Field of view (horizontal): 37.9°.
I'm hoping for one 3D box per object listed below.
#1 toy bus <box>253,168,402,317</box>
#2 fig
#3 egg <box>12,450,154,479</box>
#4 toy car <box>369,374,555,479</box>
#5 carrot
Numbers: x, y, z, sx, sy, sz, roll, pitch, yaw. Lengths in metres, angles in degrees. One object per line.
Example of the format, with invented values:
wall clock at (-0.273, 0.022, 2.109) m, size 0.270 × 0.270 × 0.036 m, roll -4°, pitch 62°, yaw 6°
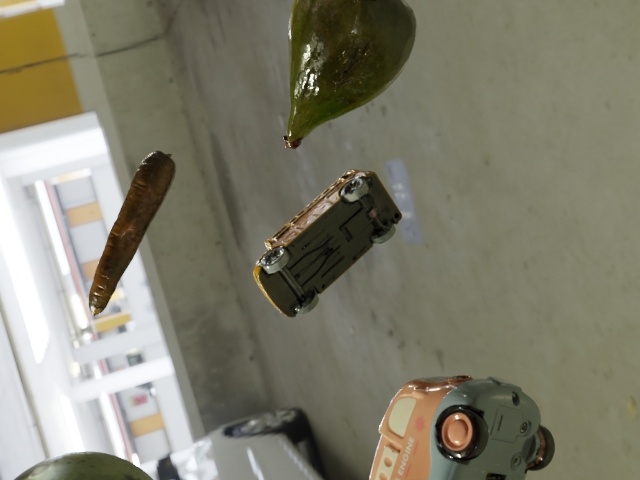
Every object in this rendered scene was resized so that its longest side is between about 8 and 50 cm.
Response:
toy bus at (0.000, 0.000, 0.942) m, size 0.070 × 0.162 × 0.074 m, roll 55°, pitch 166°, yaw -27°
fig at (0.007, -0.195, 0.954) m, size 0.185 × 0.133 × 0.127 m, roll -39°, pitch 54°, yaw 26°
egg at (-0.220, 0.284, 0.806) m, size 0.228 × 0.177 × 0.177 m, roll -50°, pitch -51°, yaw -66°
toy car at (0.167, 0.300, 1.265) m, size 0.212 × 0.180 × 0.271 m, roll 20°, pitch 91°, yaw 49°
carrot at (-0.176, -0.008, 0.854) m, size 0.165 × 0.035 × 0.035 m, roll -65°, pitch 15°, yaw -2°
